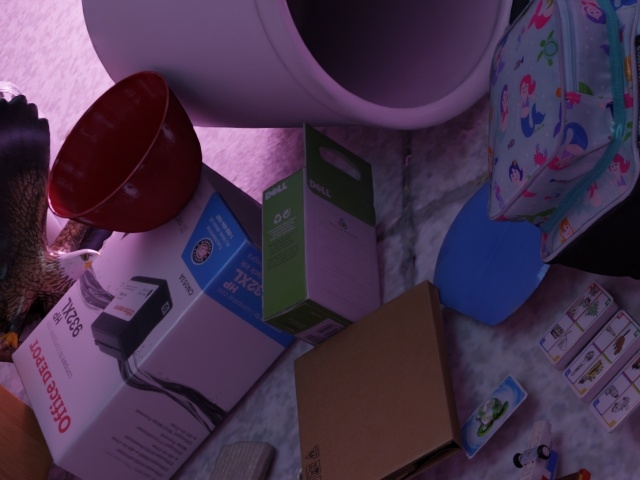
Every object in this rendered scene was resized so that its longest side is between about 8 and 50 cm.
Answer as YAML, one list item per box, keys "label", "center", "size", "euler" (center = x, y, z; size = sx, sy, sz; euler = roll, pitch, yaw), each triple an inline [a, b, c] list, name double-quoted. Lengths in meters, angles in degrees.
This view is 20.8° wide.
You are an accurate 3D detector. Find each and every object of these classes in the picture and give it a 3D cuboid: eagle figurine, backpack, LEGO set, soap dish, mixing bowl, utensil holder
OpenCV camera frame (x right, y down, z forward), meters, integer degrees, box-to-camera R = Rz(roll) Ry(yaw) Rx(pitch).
- label: "eagle figurine"
  center: [-0.318, 0.007, 2.038]
  size: [0.225, 0.226, 0.298]
  euler: [1, 74, 9]
- label: "backpack"
  center: [0.242, -0.116, 1.428]
  size: [0.225, 0.191, 0.253]
  euler: [127, 155, -64]
- label: "LEGO set"
  center: [0.190, 0.166, 1.443]
  size: [0.244, 0.060, 0.182]
  euler: [-49, 22, 7]
- label: "soap dish"
  center: [-0.420, 0.197, 1.922]
  size: [0.118, 0.229, 0.291]
  euler: [-55, 16, -19]
- label: "mixing bowl"
  center: [-0.189, -0.075, 1.816]
  size: [0.181, 0.098, 0.181]
  euler: [-32, 37, 28]
- label: "utensil holder"
  center: [-0.031, -0.272, 1.827]
  size: [0.385, 0.328, 0.327]
  euler: [1, 62, 53]

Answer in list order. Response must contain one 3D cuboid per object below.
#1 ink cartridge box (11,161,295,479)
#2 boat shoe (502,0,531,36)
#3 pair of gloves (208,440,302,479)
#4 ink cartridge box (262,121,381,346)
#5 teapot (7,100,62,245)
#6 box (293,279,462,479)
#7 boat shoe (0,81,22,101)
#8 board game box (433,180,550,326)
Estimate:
- label: "ink cartridge box"
  center: [-0.166, 0.094, 1.841]
  size: [0.307, 0.129, 0.223]
  euler: [-49, 35, 8]
- label: "boat shoe"
  center: [0.228, -0.183, 1.641]
  size: [0.114, 0.091, 0.302]
  euler: [9, 57, 5]
- label: "pair of gloves"
  center: [-0.057, 0.280, 1.627]
  size: [0.240, 0.042, 0.204]
  euler: [-2, 60, 49]
- label: "ink cartridge box"
  center: [0.000, 0.000, 1.720]
  size: [0.062, 0.109, 0.209]
  euler: [-28, 49, 34]
- label: "teapot"
  center: [-0.430, -0.050, 2.253]
  size: [0.253, 0.187, 0.256]
  euler: [-12, 29, 11]
- label: "box"
  center: [0.048, 0.147, 1.579]
  size: [0.164, 0.021, 0.201]
  euler: [-33, 36, 22]
- label: "boat shoe"
  center: [-0.524, -0.152, 2.538]
  size: [0.219, 0.078, 0.070]
  euler: [-32, 39, 27]
- label: "board game box"
  center: [0.171, 0.014, 1.590]
  size: [0.133, 0.033, 0.169]
  euler: [-63, 29, -3]
